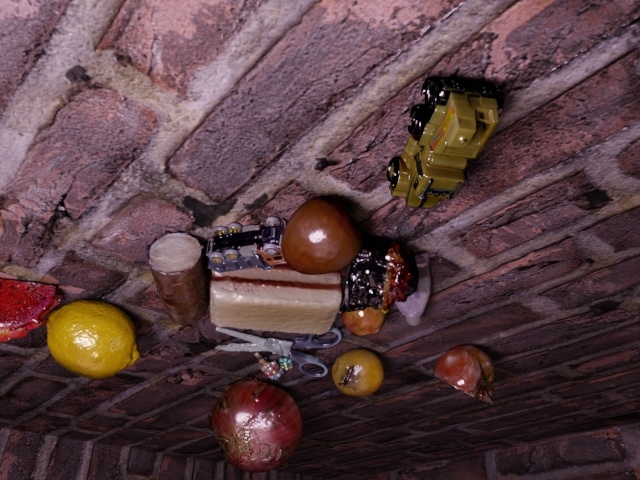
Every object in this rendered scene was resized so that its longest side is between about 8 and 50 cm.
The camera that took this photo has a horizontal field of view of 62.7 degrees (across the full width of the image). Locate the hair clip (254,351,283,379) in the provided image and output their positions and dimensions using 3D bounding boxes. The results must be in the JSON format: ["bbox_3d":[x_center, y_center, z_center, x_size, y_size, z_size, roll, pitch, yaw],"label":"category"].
[{"bbox_3d":[-0.169,0.439,1.806,0.062,0.056,0.214,-36,143,-6],"label":"hair clip"}]

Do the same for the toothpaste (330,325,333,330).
[{"bbox_3d":[-0.008,0.230,1.455,0.036,0.056,0.205,-38,158,6],"label":"toothpaste"}]

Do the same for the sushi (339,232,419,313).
[{"bbox_3d":[0.139,0.080,1.176,0.150,0.153,0.172,13,106,4],"label":"sushi"}]

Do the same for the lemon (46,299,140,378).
[{"bbox_3d":[-0.605,0.264,1.408,0.260,0.204,0.204,32,136,-22],"label":"lemon"}]

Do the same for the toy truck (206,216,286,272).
[{"bbox_3d":[-0.157,0.014,1.146,0.192,0.083,0.092,-9,145,14],"label":"toy truck"}]

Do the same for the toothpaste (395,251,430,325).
[{"bbox_3d":[0.229,0.129,1.352,0.099,0.068,0.282,-29,137,-11],"label":"toothpaste"}]

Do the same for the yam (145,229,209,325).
[{"bbox_3d":[-0.321,0.092,1.226,0.131,0.131,0.280,2,148,-5],"label":"yam"}]

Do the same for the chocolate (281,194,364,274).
[{"bbox_3d":[0.000,0.000,1.051,0.176,0.177,0.177,0,146,0],"label":"chocolate"}]

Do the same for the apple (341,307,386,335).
[{"bbox_3d":[0.115,0.194,1.400,0.126,0.102,0.126,-1,145,0],"label":"apple"}]

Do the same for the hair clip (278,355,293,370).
[{"bbox_3d":[-0.116,0.407,1.769,0.049,0.049,0.173,0,149,0],"label":"hair clip"}]

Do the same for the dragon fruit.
[{"bbox_3d":[-0.793,0.172,1.334,0.261,0.163,0.189,6,173,-10],"label":"dragon fruit"}]

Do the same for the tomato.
[{"bbox_3d":[0.478,0.415,1.683,0.180,0.155,0.214,18,170,43],"label":"tomato"}]

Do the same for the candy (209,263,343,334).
[{"bbox_3d":[-0.111,0.132,1.278,0.320,0.135,0.179,8,147,-12],"label":"candy"}]

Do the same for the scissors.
[{"bbox_3d":[-0.138,0.327,1.634,0.383,0.029,0.256,11,131,-9],"label":"scissors"}]

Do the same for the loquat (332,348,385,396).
[{"bbox_3d":[0.130,0.433,1.720,0.172,0.149,0.204,-24,154,28],"label":"loquat"}]

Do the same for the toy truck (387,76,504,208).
[{"bbox_3d":[0.204,-0.144,0.881,0.127,0.127,0.257,5,149,-11],"label":"toy truck"}]

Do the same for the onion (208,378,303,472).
[{"bbox_3d":[-0.234,0.674,1.935,0.353,0.354,0.354,0,146,0],"label":"onion"}]
